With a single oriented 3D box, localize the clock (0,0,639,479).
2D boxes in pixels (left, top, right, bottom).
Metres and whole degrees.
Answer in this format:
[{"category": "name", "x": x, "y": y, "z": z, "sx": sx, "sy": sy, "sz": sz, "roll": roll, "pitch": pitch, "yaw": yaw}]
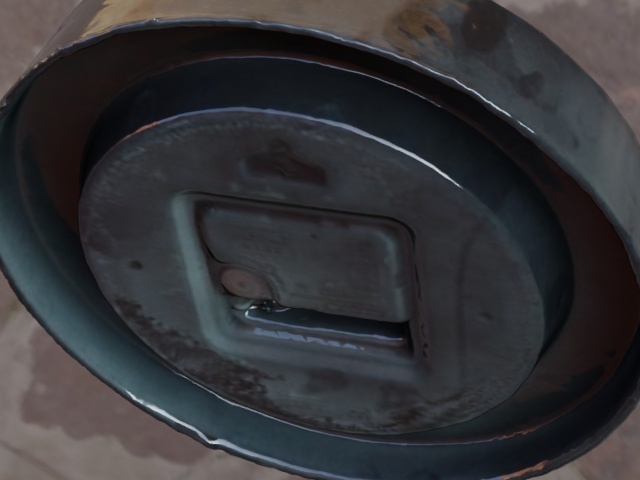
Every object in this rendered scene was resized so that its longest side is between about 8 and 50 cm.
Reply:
[{"category": "clock", "x": 0.001, "y": 0.001, "z": 0.777, "sx": 0.319, "sy": 0.319, "sz": 0.066, "roll": 4, "pitch": 49, "yaw": 20}]
